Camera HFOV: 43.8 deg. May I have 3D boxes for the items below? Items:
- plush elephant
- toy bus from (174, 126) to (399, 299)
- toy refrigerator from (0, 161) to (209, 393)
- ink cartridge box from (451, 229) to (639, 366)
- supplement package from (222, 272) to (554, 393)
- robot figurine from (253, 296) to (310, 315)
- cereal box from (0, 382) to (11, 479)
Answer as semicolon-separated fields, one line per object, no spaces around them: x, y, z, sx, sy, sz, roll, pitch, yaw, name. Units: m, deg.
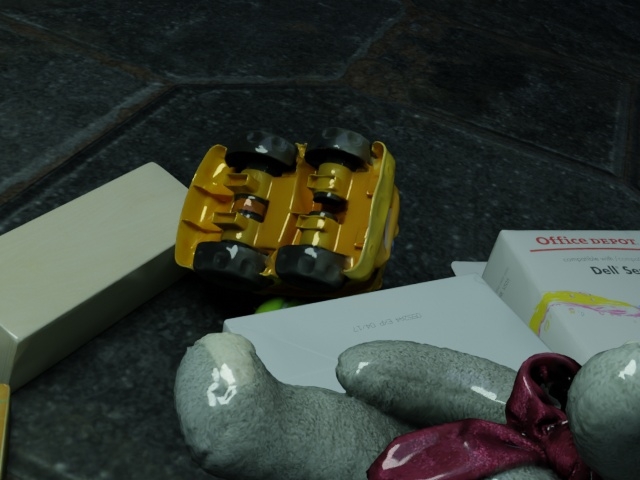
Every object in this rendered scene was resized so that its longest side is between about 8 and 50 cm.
0.135;0.130;0.401;0.330;0.255;0.271;18;38;-36;plush elephant
0.000;0.000;0.805;0.220;0.211;0.149;1;66;35;toy bus
-0.230;0.028;0.785;0.102;0.094;0.269;38;40;11;toy refrigerator
0.305;0.094;0.863;0.207;0.119;0.353;0;38;-20;ink cartridge box
0.068;0.160;0.665;0.262;0.145;0.204;-9;41;-28;supplement package
-0.019;0.096;0.791;0.115;0.067;0.101;18;29;5;robot figurine
-0.356;0.180;0.572;0.240;0.047;0.173;2;37;-16;cereal box
